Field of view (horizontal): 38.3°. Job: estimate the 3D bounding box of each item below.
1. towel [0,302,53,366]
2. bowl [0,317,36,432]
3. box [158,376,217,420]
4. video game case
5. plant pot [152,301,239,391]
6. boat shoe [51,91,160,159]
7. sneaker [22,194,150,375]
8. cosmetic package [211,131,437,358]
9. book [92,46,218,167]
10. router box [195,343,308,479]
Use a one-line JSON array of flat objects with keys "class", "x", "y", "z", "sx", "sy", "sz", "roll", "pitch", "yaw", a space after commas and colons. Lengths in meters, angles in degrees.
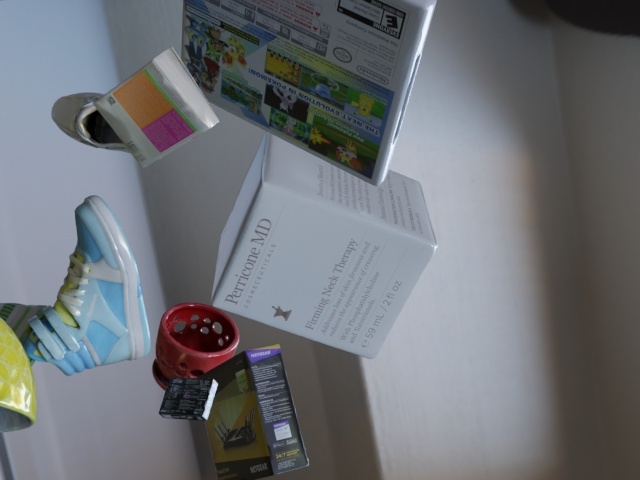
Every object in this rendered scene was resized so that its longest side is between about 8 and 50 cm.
[{"class": "towel", "x": -0.638, "y": 0.213, "z": 1.699, "sx": 0.325, "sy": 0.038, "sz": 0.248, "roll": 2, "pitch": -130, "yaw": 35}, {"class": "bowl", "x": -0.452, "y": 0.114, "z": 1.017, "sx": 0.289, "sy": 0.156, "sz": 0.289, "roll": 1, "pitch": 159, "yaw": 0}, {"class": "box", "x": -0.215, "y": 0.256, "z": 1.493, "sx": 0.083, "sy": 0.018, "sz": 0.067, "roll": -2, "pitch": -125, "yaw": 23}, {"class": "video game case", "x": -0.034, "y": -0.249, "z": 1.181, "sx": 0.329, "sy": 0.300, "sz": 0.036, "roll": 28, "pitch": -129, "yaw": 13}, {"class": "plant pot", "x": -0.303, "y": 0.271, "z": 2.199, "sx": 0.191, "sy": 0.174, "sz": 0.191, "roll": 13, "pitch": -149, "yaw": -8}, {"class": "boat shoe", "x": -0.392, "y": -0.212, "z": 1.628, "sx": 0.277, "sy": 0.098, "sz": 0.096, "roll": 17, "pitch": -175, "yaw": 32}, {"class": "sneaker", "x": -0.413, "y": 0.094, "z": 1.543, "sx": 0.208, "sy": 0.319, "sz": 0.127, "roll": -20, "pitch": -152, "yaw": -24}, {"class": "cosmetic package", "x": 0.000, "y": 0.000, "z": 2.065, "sx": 0.393, "sy": 0.329, "sz": 0.327, "roll": 19, "pitch": -153, "yaw": -11}, {"class": "book", "x": -0.189, "y": -0.145, "z": 1.043, "sx": 0.144, "sy": 0.096, "sz": 0.035, "roll": -19, "pitch": -158, "yaw": 46}, {"class": "router box", "x": -0.148, "y": 0.364, "z": 1.879, "sx": 0.081, "sy": 0.243, "sz": 0.309, "roll": -8, "pitch": 165, "yaw": -29}]
